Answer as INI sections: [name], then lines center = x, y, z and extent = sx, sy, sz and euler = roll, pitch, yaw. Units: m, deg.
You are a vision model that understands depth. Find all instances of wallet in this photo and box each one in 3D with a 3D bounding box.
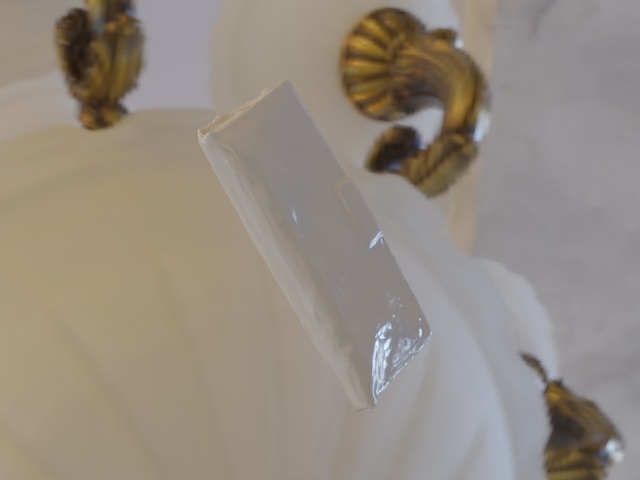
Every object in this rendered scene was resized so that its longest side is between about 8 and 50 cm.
[wallet]
center = 0.000, 0.000, 0.440
extent = 0.083, 0.011, 0.044
euler = 60, -143, -9
